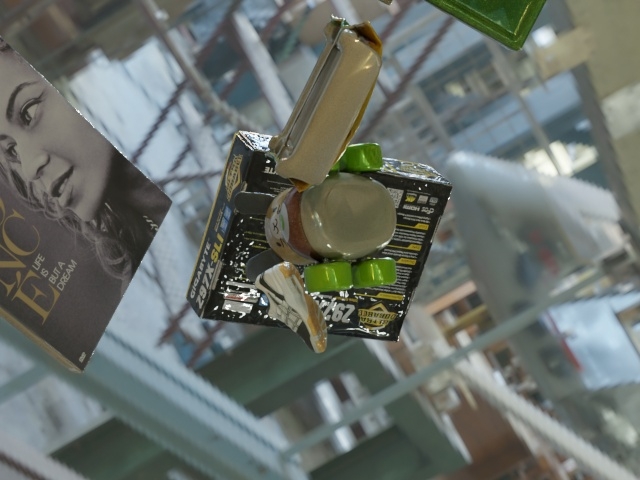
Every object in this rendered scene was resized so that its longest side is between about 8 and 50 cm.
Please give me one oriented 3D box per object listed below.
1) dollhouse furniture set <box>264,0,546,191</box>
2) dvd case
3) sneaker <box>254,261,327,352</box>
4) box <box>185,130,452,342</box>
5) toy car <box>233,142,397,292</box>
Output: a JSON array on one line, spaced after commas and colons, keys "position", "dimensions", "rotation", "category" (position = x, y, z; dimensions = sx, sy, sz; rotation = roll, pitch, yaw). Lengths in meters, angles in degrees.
[{"position": [0.081, -0.171, 1.349], "dimensions": [0.151, 0.301, 0.197], "rotation": [26, 9, -9], "category": "dollhouse furniture set"}, {"position": [-0.215, -0.030, 1.037], "dimensions": [0.221, 0.018, 0.164], "rotation": [45, 57, -34], "category": "dvd case"}, {"position": [-0.024, 0.057, 1.139], "dimensions": [0.083, 0.037, 0.032], "rotation": [63, 20, -17], "category": "sneaker"}, {"position": [0.000, 0.000, 1.973], "dimensions": [0.322, 0.257, 0.079], "rotation": [8, 22, -27], "category": "box"}, {"position": [-0.026, -0.017, 1.551], "dimensions": [0.149, 0.188, 0.155], "rotation": [-3, 86, -50], "category": "toy car"}]
